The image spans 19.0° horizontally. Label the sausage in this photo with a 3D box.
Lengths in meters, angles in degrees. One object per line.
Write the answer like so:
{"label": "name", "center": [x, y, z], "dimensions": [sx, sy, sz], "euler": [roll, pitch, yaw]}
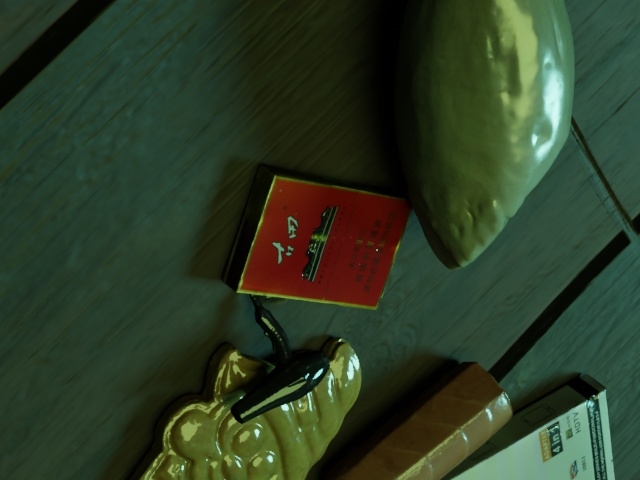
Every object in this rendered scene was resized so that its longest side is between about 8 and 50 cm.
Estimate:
{"label": "sausage", "center": [0.068, 0.164, 1.468], "dimensions": [0.169, 0.065, 0.065], "euler": [-38, 129, -15]}

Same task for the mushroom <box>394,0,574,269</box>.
{"label": "mushroom", "center": [0.111, -0.136, 1.309], "dimensions": [0.128, 0.128, 0.350], "euler": [-15, 117, -29]}

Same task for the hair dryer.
{"label": "hair dryer", "center": [-0.041, 0.080, 1.352], "dimensions": [0.079, 0.031, 0.083], "euler": [-29, 95, -23]}

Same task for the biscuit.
{"label": "biscuit", "center": [-0.066, 0.162, 1.392], "dimensions": [0.250, 0.035, 0.162], "euler": [-40, 125, -11]}

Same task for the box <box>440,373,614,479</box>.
{"label": "box", "center": [0.138, 0.218, 1.561], "dimensions": [0.247, 0.033, 0.129], "euler": [-27, 126, -22]}

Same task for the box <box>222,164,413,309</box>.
{"label": "box", "center": [0.000, 0.000, 1.361], "dimensions": [0.133, 0.023, 0.090], "euler": [10, 104, -39]}
